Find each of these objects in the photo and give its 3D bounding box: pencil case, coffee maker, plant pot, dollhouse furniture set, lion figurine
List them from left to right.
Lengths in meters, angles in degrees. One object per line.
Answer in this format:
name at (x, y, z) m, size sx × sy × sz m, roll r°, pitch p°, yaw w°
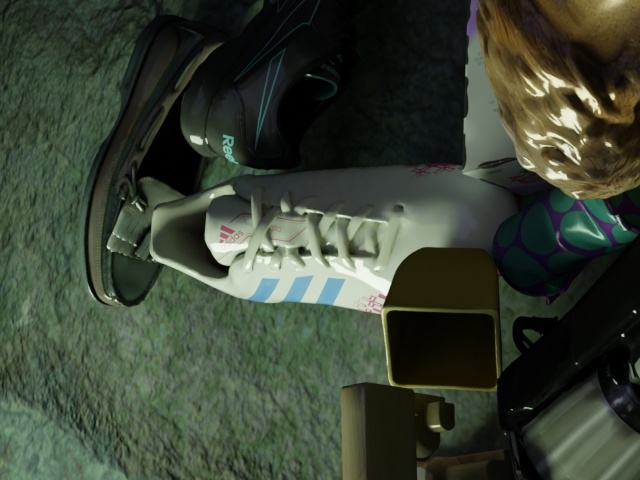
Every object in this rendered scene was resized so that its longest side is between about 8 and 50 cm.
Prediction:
dollhouse furniture set at (0.045, 0.188, 1.379) m, size 0.123 × 0.151 × 0.144 m, roll -15°, pitch 71°, yaw 45°
plant pot at (0.092, 0.049, 1.349) m, size 0.081 × 0.081 × 0.083 m, roll 2°, pitch 43°, yaw 11°
pencil case at (0.182, -0.010, 1.304) m, size 0.070 × 0.064 × 0.151 m, roll 54°, pitch 148°, yaw 0°
coffee maker at (0.200, 0.070, 1.245) m, size 0.178 × 0.120 × 0.171 m, roll -50°, pitch 52°, yaw 36°
lion figurine at (0.198, -0.184, 1.064) m, size 0.392 × 0.142 × 0.240 m, roll -40°, pitch 65°, yaw 62°

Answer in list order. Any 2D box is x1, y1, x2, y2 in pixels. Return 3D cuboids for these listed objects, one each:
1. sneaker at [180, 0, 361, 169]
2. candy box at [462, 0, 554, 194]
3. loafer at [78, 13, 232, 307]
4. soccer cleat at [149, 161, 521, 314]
sneaker at (-0.003, -0.171, 1.519) m, size 0.106 × 0.101 × 0.267 m, roll 24°, pitch 81°, yaw 34°
candy box at (0.184, -0.145, 1.336) m, size 0.165 × 0.070 × 0.196 m, roll -13°, pitch 67°, yaw 45°
loafer at (-0.143, -0.066, 1.673) m, size 0.084 × 0.096 × 0.268 m, roll 14°, pitch 91°, yaw 41°
soccer cleat at (0.000, 0.000, 1.467) m, size 0.331 × 0.143 × 0.116 m, roll -6°, pitch 78°, yaw 46°
